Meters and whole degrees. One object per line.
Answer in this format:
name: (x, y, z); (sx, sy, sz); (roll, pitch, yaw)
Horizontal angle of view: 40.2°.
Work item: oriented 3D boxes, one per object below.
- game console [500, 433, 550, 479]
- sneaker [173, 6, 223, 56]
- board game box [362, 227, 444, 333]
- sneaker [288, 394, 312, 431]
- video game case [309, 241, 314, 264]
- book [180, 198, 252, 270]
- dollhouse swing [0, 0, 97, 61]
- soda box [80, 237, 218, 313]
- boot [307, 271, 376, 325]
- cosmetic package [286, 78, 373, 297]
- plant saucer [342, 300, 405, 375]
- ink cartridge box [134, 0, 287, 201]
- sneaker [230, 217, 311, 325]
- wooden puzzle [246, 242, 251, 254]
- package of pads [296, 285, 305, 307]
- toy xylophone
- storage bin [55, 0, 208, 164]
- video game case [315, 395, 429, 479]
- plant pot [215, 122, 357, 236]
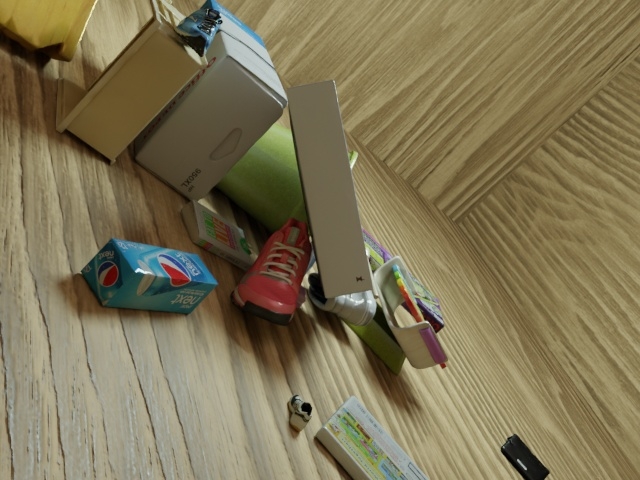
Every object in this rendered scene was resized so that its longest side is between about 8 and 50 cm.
game console: (0.485, 0.536, 2.111); (0.122, 0.071, 0.107); (48, 44, 14)
sneaker: (-0.203, -0.366, 1.481); (0.063, 0.073, 0.162); (42, 13, -26)
board game box: (0.209, 0.104, 2.472); (0.347, 0.056, 0.208); (43, 18, -10)
sneaker: (-0.027, 0.264, 1.365); (0.032, 0.037, 0.083); (38, 14, -20)
video game case: (0.000, 0.000, 1.907); (0.022, 0.173, 0.190); (30, 14, 4)
book: (-0.195, -0.006, 1.659); (0.144, 0.035, 0.096); (32, 28, -44)
dollhouse swing: (-0.663, -0.520, 1.713); (0.347, 0.305, 0.315); (35, 59, -38)
soda box: (-0.242, 0.055, 1.266); (0.067, 0.071, 0.210); (51, 15, 22)
boot: (0.029, 0.087, 1.901); (0.123, 0.095, 0.258); (23, 16, -24)
cosmetic package: (0.014, -0.087, 1.652); (0.284, 0.097, 0.377); (146, -67, -87)
plant saucer: (0.137, 0.202, 1.988); (0.188, 0.045, 0.188); (46, 14, 3)
ink cartridge box: (-0.244, -0.303, 1.827); (0.166, 0.285, 0.395); (36, 17, -28)
sneaker: (-0.078, 0.043, 1.572); (0.116, 0.136, 0.314); (21, 19, -4)
wooden puzzle: (-0.166, 0.004, 1.762); (0.083, 0.006, 0.049); (28, 22, -50)
package of pads: (-0.066, 0.093, 1.742); (0.083, 0.032, 0.050); (40, 17, -19)
toy xylophone: (0.177, 0.139, 1.909); (0.236, 0.081, 0.322); (59, 7, -35)
storage bin: (-0.352, -0.314, 1.601); (0.123, 0.262, 0.260); (37, 16, -32)
video game case: (0.099, 0.372, 1.446); (0.227, 0.026, 0.206); (48, 14, 7)
plant pot: (-0.098, -0.143, 1.922); (0.254, 0.276, 0.276); (32, 16, -5)
